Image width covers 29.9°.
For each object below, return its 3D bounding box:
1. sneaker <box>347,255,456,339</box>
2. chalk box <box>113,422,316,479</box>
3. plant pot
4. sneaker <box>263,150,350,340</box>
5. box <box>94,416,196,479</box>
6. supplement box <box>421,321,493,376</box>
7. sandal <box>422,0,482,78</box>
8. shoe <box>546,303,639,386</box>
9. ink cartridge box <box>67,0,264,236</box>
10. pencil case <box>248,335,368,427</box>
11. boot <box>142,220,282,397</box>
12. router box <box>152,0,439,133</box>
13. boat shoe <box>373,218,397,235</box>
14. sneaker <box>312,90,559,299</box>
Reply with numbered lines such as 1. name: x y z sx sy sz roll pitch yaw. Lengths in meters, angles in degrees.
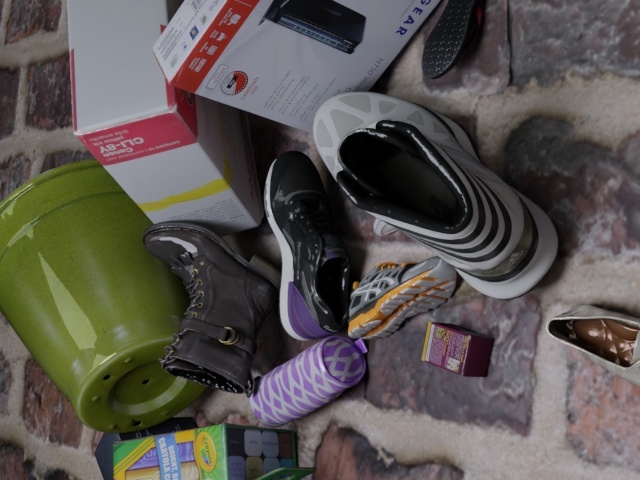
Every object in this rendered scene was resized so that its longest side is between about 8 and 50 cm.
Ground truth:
1. sneaker: 0.102 0.063 1.623 0.215 0.084 0.083 -35 52 46
2. chalk box: -0.145 0.374 1.782 0.289 0.180 0.179 -14 71 33
3. plant pot: -0.348 0.116 1.989 0.366 0.367 0.353 -57 47 30
4. sneaker: 0.000 0.000 1.746 0.124 0.107 0.283 -19 78 58
5. box: -0.273 0.381 1.998 0.093 0.158 0.156 -61 41 29
6. supplement box: 0.175 0.139 1.539 0.083 0.043 0.054 18 98 54
7. sandal: 0.192 -0.295 1.608 0.067 0.040 0.179 20 85 47
8. shoe: 0.339 0.121 1.311 0.219 0.058 0.076 20 100 53
9. ink cartridge box: -0.234 -0.197 1.843 0.161 0.384 0.279 -15 62 10
10. pencil case: -0.021 0.208 1.756 0.206 0.088 0.086 -33 79 45
11. boot: -0.188 0.103 1.822 0.091 0.263 0.229 108 -174 -54
12. router box: -0.012 -0.319 1.623 0.335 0.301 0.082 -51 47 26
13. boat shoe: 0.112 -0.032 1.665 0.100 0.035 0.035 -43 49 32
14. sneaker: 0.088 -0.116 1.494 0.169 0.257 0.447 -52 46 3
